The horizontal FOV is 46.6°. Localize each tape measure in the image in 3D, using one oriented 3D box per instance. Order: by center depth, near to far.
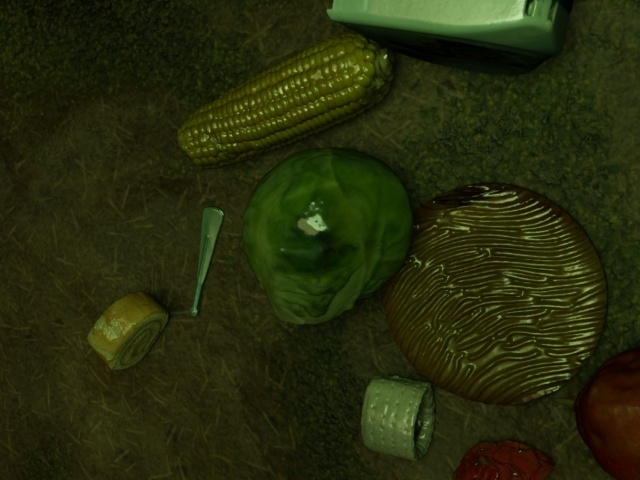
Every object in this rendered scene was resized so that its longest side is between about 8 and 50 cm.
[{"bbox_3d":[0.167,-0.292,0.892,0.259,0.262,0.138,16,98,22],"label":"tape measure"}]

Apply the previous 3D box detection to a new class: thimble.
[{"bbox_3d":[0.112,0.259,1.088,0.090,0.102,0.115,6,92,27],"label":"thimble"}]

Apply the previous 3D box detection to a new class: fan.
[{"bbox_3d":[-0.194,0.037,1.243,0.038,0.016,0.193,17,104,20],"label":"fan"}]

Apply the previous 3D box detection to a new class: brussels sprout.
[{"bbox_3d":[0.000,0.000,1.043,0.210,0.219,0.272,-123,40,-51],"label":"brussels sprout"}]

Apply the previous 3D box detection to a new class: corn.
[{"bbox_3d":[-0.056,-0.199,1.088,0.363,0.120,0.121,-17,90,26],"label":"corn"}]

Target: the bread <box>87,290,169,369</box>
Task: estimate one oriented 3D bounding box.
[{"bbox_3d":[-0.333,0.152,1.267,0.073,0.122,0.149,44,112,16],"label":"bread"}]

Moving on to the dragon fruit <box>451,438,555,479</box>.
[{"bbox_3d":[0.236,0.332,1.039,0.162,0.106,0.083,-32,83,28],"label":"dragon fruit"}]

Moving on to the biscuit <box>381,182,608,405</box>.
[{"bbox_3d":[0.234,0.078,1.038,0.317,0.040,0.318,4,100,25],"label":"biscuit"}]

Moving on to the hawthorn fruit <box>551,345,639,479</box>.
[{"bbox_3d":[0.403,0.213,0.906,0.251,0.189,0.190,2,99,31],"label":"hawthorn fruit"}]
